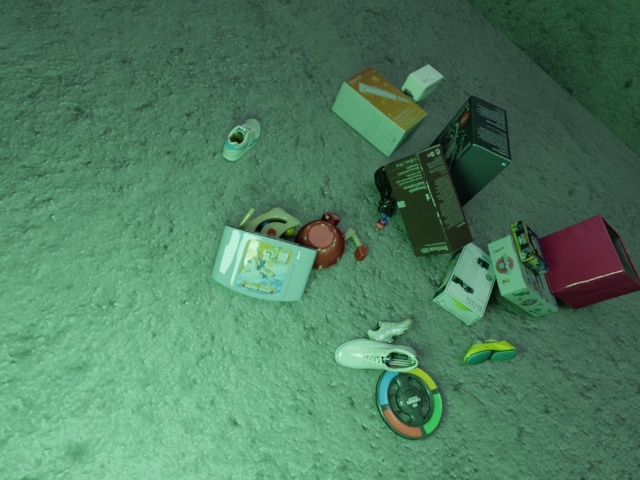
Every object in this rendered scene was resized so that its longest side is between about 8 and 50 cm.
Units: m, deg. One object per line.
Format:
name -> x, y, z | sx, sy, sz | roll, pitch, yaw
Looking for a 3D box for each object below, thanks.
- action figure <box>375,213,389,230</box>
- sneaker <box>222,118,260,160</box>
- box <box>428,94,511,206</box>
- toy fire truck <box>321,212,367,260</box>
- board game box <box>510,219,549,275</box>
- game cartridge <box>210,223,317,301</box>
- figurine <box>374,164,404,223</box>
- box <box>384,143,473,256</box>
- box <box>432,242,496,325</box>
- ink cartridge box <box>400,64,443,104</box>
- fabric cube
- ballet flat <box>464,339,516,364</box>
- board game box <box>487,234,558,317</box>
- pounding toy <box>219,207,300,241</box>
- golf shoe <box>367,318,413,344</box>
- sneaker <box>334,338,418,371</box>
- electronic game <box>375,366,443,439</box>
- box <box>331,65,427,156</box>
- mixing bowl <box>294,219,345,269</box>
action figure -> 0.244, -0.072, 1.722 | 0.038, 0.030, 0.115 | 35, 46, 8
sneaker -> -0.291, -0.400, 1.678 | 0.088, 0.092, 0.228 | 27, 52, -2
box -> 0.613, -0.365, 1.860 | 0.179, 0.343, 0.312 | 20, 53, -11
toy fire truck -> 0.086, -0.016, 1.612 | 0.136, 0.047, 0.191 | -1, 59, -23
board game box -> 0.788, 0.028, 1.655 | 0.141, 0.048, 0.170 | 29, 46, -33
game cartridge -> -0.177, 0.082, 1.370 | 0.298, 0.062, 0.197 | 15, 94, -13
figurine -> 0.312, -0.166, 1.761 | 0.215, 0.092, 0.209 | 21, 58, -27
box -> 0.399, -0.140, 1.641 | 0.143, 0.191, 0.380 | -26, 97, -31
box -> 0.560, 0.156, 1.667 | 0.169, 0.087, 0.290 | 36, 53, 3
ink cartridge box -> 0.441, -0.681, 2.058 | 0.100, 0.237, 0.172 | 45, 54, 9
fabric cube -> 1.065, 0.095, 1.754 | 0.259, 0.258, 0.253 | 25, 48, -37
ballet flat -> 0.584, 0.386, 1.549 | 0.231, 0.077, 0.077 | 2, 38, -24
board game box -> 0.780, 0.142, 1.687 | 0.304, 0.098, 0.223 | 28, 47, -37
pounding toy -> -0.178, -0.016, 1.440 | 0.270, 0.154, 0.154 | -31, 72, -32
golf shoe -> 0.233, 0.291, 1.466 | 0.176, 0.069, 0.086 | -25, 65, -33
sneaker -> 0.175, 0.353, 1.350 | 0.259, 0.091, 0.094 | 0, 86, -3
electronic game -> 0.276, 0.494, 1.363 | 0.230, 0.048, 0.229 | 11, 56, -16
box -> 0.261, -0.577, 1.963 | 0.345, 0.168, 0.215 | 41, 54, 7
mixing bowl -> 0.000, 0.000, 1.501 | 0.182, 0.098, 0.181 | 1, 71, -4
